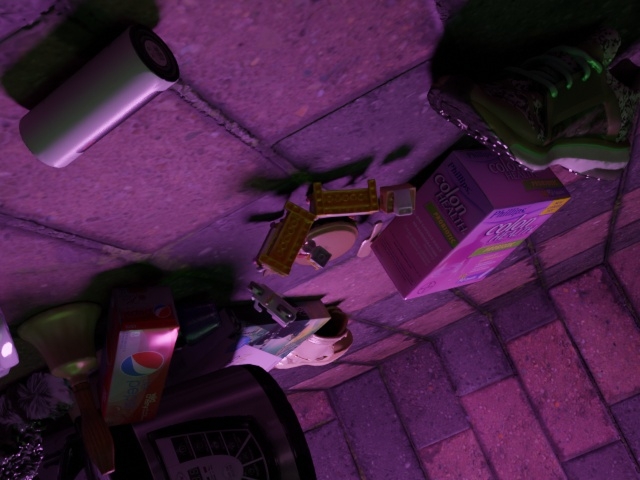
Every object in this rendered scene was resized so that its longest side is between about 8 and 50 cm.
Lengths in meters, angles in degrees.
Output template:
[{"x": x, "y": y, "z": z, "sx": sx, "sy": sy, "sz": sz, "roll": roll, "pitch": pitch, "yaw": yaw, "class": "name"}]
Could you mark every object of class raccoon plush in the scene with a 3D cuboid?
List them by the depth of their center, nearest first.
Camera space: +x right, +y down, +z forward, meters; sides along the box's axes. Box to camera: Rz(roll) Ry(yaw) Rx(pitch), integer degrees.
[{"x": -0.562, "y": 0.403, "z": 1.490, "sx": 0.447, "sy": 0.216, "sz": 0.299, "roll": -26, "pitch": 171, "yaw": 8, "class": "raccoon plush"}]

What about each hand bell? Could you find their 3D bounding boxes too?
[{"x": -0.349, "y": 0.225, "z": 1.122, "sx": 0.126, "sy": 0.242, "sz": 0.126, "roll": -21, "pitch": 163, "yaw": -6, "class": "hand bell"}]

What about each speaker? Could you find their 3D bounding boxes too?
[{"x": -0.183, "y": -0.116, "z": 0.627, "sx": 0.136, "sy": 0.055, "sz": 0.055, "roll": -31, "pitch": 162, "yaw": 23, "class": "speaker"}]

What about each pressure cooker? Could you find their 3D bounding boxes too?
[{"x": -0.253, "y": 0.453, "z": 1.392, "sx": 0.421, "sy": 0.370, "sz": 0.375, "roll": -15, "pitch": 119, "yaw": -24, "class": "pressure cooker"}]

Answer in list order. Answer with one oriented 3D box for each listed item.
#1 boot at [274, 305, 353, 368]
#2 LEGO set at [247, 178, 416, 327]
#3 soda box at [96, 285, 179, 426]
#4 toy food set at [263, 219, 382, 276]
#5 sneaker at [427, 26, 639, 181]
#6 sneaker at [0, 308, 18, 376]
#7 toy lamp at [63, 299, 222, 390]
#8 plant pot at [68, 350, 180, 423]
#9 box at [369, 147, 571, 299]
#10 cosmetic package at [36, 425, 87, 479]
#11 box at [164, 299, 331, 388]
[{"x": 0.018, "y": 0.230, "z": 1.877, "sx": 0.262, "sy": 0.095, "sz": 0.203, "roll": -3, "pitch": 153, "yaw": -40, "class": "boot"}, {"x": -0.002, "y": -0.013, "z": 1.098, "sx": 0.287, "sy": 0.132, "sz": 0.107, "roll": -42, "pitch": -173, "yaw": -18, "class": "LEGO set"}, {"x": -0.291, "y": 0.186, "z": 1.201, "sx": 0.092, "sy": 0.083, "sz": 0.263, "roll": -3, "pitch": 137, "yaw": -25, "class": "soda box"}, {"x": 0.000, "y": 0.000, "z": 1.261, "sx": 0.192, "sy": 0.038, "sz": 0.132, "roll": -11, "pitch": 153, "yaw": -20, "class": "toy food set"}, {"x": 0.288, "y": -0.191, "z": 0.955, "sx": 0.410, "sy": 0.158, "sz": 0.182, "roll": -1, "pitch": 121, "yaw": -47, "class": "sneaker"}, {"x": -0.452, "y": 0.143, "z": 0.994, "sx": 0.091, "sy": 0.094, "sz": 0.258, "roll": -18, "pitch": 164, "yaw": -30, "class": "sneaker"}, {"x": -0.304, "y": 0.171, "z": 1.309, "sx": 0.275, "sy": 0.080, "sz": 0.080, "roll": -19, "pitch": 163, "yaw": -5, "class": "toy lamp"}, {"x": -0.383, "y": 0.381, "z": 1.643, "sx": 0.284, "sy": 0.190, "sz": 0.284, "roll": -21, "pitch": 162, "yaw": -7, "class": "plant pot"}, {"x": 0.243, "y": -0.030, "z": 1.257, "sx": 0.214, "sy": 0.117, "sz": 0.243, "roll": -9, "pitch": 148, "yaw": -42, "class": "box"}, {"x": -0.575, "y": 0.546, "z": 1.741, "sx": 0.285, "sy": 0.097, "sz": 0.377, "roll": -21, "pitch": -163, "yaw": -14, "class": "cosmetic package"}, {"x": -0.152, "y": 0.217, "z": 1.619, "sx": 0.232, "sy": 0.058, "sz": 0.322, "roll": -43, "pitch": 157, "yaw": 28, "class": "box"}]
